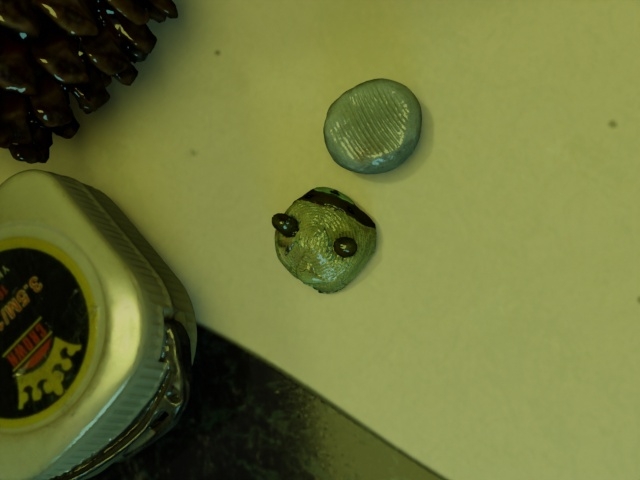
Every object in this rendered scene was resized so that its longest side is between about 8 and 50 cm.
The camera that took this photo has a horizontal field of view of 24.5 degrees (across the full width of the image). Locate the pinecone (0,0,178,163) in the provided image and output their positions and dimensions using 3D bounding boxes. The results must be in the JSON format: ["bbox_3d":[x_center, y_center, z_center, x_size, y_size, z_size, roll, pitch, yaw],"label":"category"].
[{"bbox_3d":[-0.237,-0.190,1.179,0.224,0.224,0.272,40,103,15],"label":"pinecone"}]

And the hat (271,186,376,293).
[{"bbox_3d":[0.000,-0.001,1.182,0.077,0.059,0.076,41,100,10],"label":"hat"}]

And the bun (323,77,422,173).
[{"bbox_3d":[0.043,-0.090,1.185,0.083,0.045,0.083,-1,83,12],"label":"bun"}]

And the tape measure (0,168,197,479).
[{"bbox_3d":[-0.232,0.106,1.198,0.271,0.133,0.231,-44,69,8],"label":"tape measure"}]
